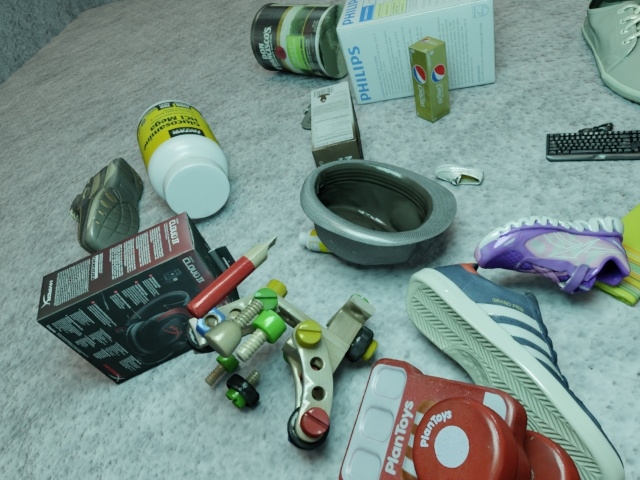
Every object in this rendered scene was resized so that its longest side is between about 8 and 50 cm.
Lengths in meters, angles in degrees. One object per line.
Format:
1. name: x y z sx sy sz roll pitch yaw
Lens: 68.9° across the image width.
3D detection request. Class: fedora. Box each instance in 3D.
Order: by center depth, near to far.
1. fedora: 0.093 -0.038 0.850 0.276 0.124 0.243 17 42 13

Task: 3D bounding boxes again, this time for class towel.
1. towel: 0.517 0.004 0.744 0.237 0.021 0.102 -36 49 -15

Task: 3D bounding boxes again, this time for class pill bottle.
1. pill bottle: 0.000 0.000 0.927 0.083 0.043 0.043 6 50 25
2. pill bottle: -0.335 -0.202 1.148 0.188 0.187 0.334 -29 45 -7

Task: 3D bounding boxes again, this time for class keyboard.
1. keyboard: 0.547 -0.199 0.924 0.180 0.023 0.108 3 49 23

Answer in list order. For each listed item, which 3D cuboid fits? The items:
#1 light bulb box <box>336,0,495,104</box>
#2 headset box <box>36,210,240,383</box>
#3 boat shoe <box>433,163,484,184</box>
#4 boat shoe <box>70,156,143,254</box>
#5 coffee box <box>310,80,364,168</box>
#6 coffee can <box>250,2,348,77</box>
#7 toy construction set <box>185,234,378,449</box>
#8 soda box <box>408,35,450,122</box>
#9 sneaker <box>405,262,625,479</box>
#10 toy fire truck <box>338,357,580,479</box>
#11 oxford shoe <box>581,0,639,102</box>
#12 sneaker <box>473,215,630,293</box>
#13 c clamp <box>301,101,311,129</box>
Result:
1. light bulb box: 0.265 -0.578 1.252 0.362 0.225 0.357 -4 48 19
2. headset box: -0.283 0.099 0.817 0.293 0.218 0.110 -26 44 -3
3. boat shoe: 0.280 -0.131 0.954 0.100 0.035 0.035 11 50 21
4. boat shoe: -0.538 -0.072 1.164 0.130 0.132 0.355 -26 35 9
5. coffee box: 0.040 -0.233 1.069 0.098 0.141 0.246 -12 46 10
6. coffee can: -0.046 -0.611 1.420 0.276 0.201 0.201 20 58 35
7. toy construction set: -0.042 0.113 0.672 0.258 0.308 0.237 27 57 29
8. soda box: 0.255 -0.371 1.087 0.058 0.181 0.061 -34 46 -13
9. sneaker: 0.273 0.151 0.628 0.148 0.131 0.350 -16 50 -26
10. toy fire truck: 0.114 0.295 0.519 0.254 0.169 0.302 -6 58 53
11. oxford shoe: 0.699 -0.443 1.027 0.169 0.130 0.449 -8 47 12
12. sneaker: 0.347 0.027 0.683 0.237 0.095 0.104 -3 60 -7
13. c clamp: 0.014 -0.349 1.274 0.161 0.022 0.137 9 52 29
